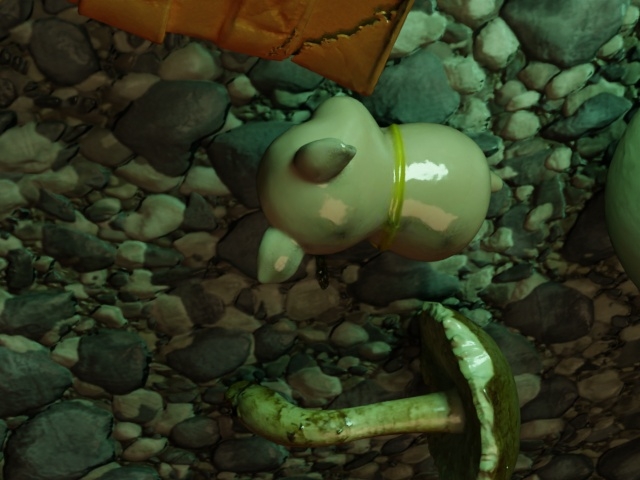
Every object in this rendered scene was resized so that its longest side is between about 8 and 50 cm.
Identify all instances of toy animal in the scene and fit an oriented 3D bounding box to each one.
[{"bbox_3d":[0.056,-0.047,1.389,0.248,0.149,0.165,-2,121,-31],"label":"toy animal"}]

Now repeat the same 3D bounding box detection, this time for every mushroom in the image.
[{"bbox_3d":[0.080,0.212,1.595,0.302,0.233,0.208,-31,126,14],"label":"mushroom"}]

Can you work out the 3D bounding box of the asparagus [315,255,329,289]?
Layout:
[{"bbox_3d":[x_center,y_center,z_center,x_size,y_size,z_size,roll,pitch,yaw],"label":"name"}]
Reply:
[{"bbox_3d":[0.000,0.000,1.507,0.016,0.016,0.162,-23,139,-19],"label":"asparagus"}]

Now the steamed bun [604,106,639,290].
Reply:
[{"bbox_3d":[0.428,-0.056,1.426,0.324,0.206,0.324,-6,135,-6],"label":"steamed bun"}]

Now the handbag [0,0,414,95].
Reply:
[{"bbox_3d":[-0.107,-0.271,1.046,0.410,0.116,0.303,14,143,-10],"label":"handbag"}]
